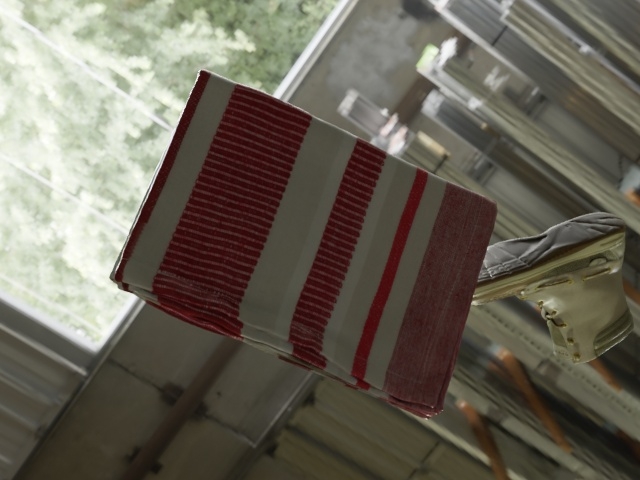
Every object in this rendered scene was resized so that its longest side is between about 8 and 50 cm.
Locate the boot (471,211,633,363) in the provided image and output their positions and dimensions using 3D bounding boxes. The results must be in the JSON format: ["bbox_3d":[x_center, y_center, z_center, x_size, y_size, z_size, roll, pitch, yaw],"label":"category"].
[{"bbox_3d":[0.259,0.074,1.016,0.077,0.213,0.165,-118,9,-61],"label":"boot"}]

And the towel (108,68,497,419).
[{"bbox_3d":[0.000,0.000,0.821,0.329,0.237,0.037,24,158,-13],"label":"towel"}]
